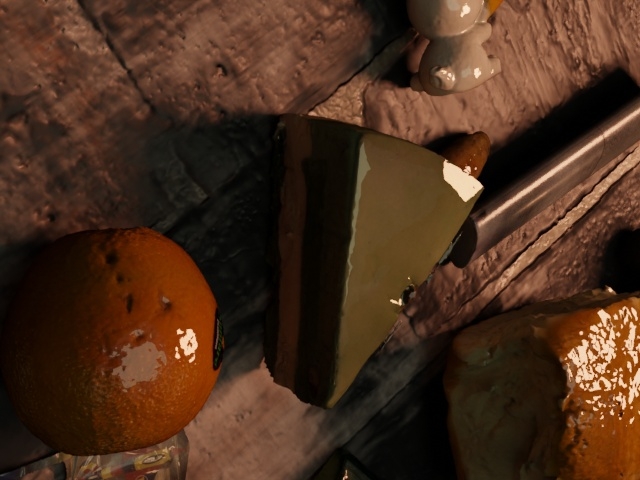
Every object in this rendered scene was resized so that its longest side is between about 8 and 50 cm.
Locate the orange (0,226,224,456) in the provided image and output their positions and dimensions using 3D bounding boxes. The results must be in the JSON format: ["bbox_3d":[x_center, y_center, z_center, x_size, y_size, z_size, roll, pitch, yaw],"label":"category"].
[{"bbox_3d":[-0.181,0.087,0.873,0.206,0.206,0.206,-8,105,-30],"label":"orange"}]

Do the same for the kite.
[{"bbox_3d":[-0.239,0.240,0.975,0.245,0.015,0.141,-14,107,-33],"label":"kite"}]

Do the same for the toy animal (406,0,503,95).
[{"bbox_3d":[0.133,-0.247,1.028,0.127,0.131,0.182,-56,133,-63],"label":"toy animal"}]

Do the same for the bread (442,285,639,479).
[{"bbox_3d":[0.280,0.200,1.163,0.250,0.225,0.279,-13,99,-36],"label":"bread"}]

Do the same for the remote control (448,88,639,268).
[{"bbox_3d":[0.306,-0.094,1.199,0.377,0.107,0.044,-34,73,-21],"label":"remote control"}]

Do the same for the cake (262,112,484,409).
[{"bbox_3d":[-0.002,0.006,0.992,0.172,0.158,0.284,36,85,-32],"label":"cake"}]

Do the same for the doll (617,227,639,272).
[{"bbox_3d":[0.464,0.093,1.312,0.143,0.135,0.234,15,97,-32],"label":"doll"}]

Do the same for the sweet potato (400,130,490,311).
[{"bbox_3d":[0.111,-0.021,1.105,0.075,0.075,0.273,41,75,-32],"label":"sweet potato"}]

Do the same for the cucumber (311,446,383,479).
[{"bbox_3d":[0.031,0.313,1.135,0.115,0.062,0.116,45,75,-27],"label":"cucumber"}]
